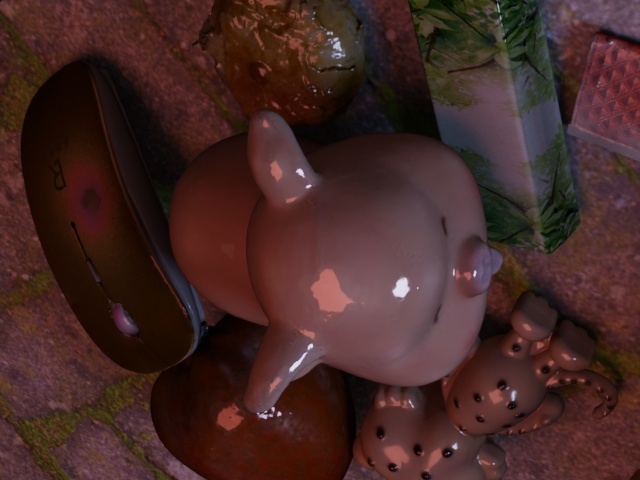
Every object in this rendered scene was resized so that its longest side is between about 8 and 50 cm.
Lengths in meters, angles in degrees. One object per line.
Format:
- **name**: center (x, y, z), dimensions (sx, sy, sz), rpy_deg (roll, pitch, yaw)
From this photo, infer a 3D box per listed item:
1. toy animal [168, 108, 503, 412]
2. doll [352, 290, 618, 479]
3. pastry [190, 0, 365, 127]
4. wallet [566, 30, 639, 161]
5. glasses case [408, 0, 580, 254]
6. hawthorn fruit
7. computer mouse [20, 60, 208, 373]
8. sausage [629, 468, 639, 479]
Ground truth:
- **toy animal**: center (0.000, 0.000, 1.255), dimensions (0.326, 0.269, 0.237), rpy_deg (9, 102, 31)
- **doll**: center (0.149, 0.160, 1.415), dimensions (0.154, 0.119, 0.278), rpy_deg (44, 128, -8)
- **pastry**: center (-0.030, -0.165, 1.274), dimensions (0.153, 0.081, 0.153), rpy_deg (11, 125, 16)
- **wallet**: center (0.292, -0.089, 1.160), dimensions (0.196, 0.020, 0.103), rpy_deg (23, 136, 17)
- **glasses case**: center (0.140, -0.121, 1.207), dimensions (0.095, 0.062, 0.272), rpy_deg (16, 134, 40)
- **hawthorn fruit**: center (-0.044, 0.184, 1.513), dimensions (0.251, 0.199, 0.199), rpy_deg (45, 137, -14)
- **computer mouse**: center (-0.210, -0.019, 1.452), dimensions (0.158, 0.072, 0.310), rpy_deg (-27, 83, 46)
- **sausage**: center (0.399, 0.334, 1.391), dimensions (0.112, 0.112, 0.328), rpy_deg (-21, 114, 43)
